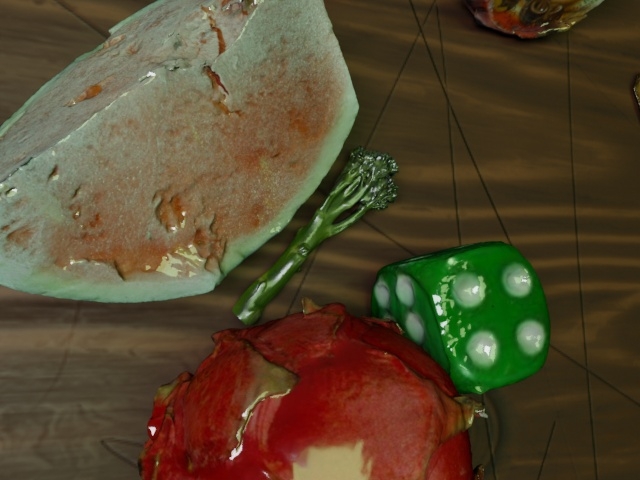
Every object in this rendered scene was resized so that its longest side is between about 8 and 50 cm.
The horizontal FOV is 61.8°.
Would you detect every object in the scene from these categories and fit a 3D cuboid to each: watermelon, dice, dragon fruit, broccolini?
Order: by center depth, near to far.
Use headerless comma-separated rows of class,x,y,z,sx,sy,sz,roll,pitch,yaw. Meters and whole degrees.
dragon fruit,-0.008,0.164,0.408,0.252,0.241,0.240,27,76,-23
watermelon,-0.126,-0.078,0.409,0.224,0.180,0.305,45,73,4
dice,0.130,0.073,0.517,0.120,0.131,0.128,-12,89,-22
broccolini,-0.001,-0.001,0.528,0.067,0.058,0.216,34,79,22

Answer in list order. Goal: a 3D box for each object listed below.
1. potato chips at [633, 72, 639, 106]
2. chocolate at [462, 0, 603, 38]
potato chips,0.471,-0.134,0.726,0.037,0.026,0.203,-29,95,-34
chocolate,0.244,-0.344,0.600,0.222,0.221,0.147,-9,60,-22
